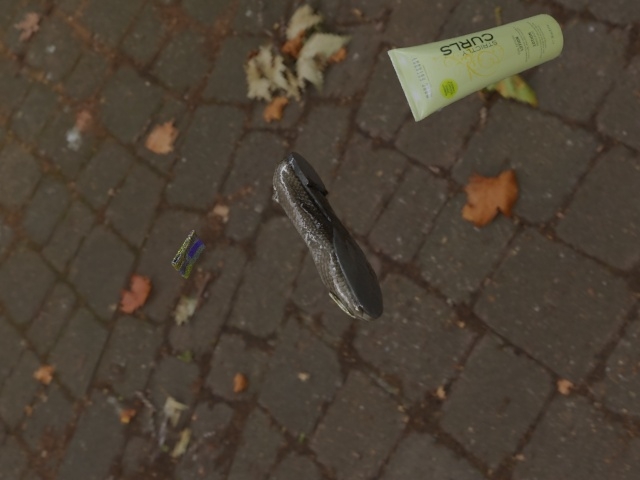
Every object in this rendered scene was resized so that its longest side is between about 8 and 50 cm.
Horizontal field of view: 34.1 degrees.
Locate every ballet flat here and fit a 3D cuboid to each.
[{"bbox_3d":[0.000,0.000,1.202,0.058,0.084,0.250,-38,56,16],"label":"ballet flat"}]

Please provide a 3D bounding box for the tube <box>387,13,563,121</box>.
[{"bbox_3d":[0.199,-0.225,1.315,0.070,0.240,0.062,49,148,36],"label":"tube"}]

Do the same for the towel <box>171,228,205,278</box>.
[{"bbox_3d":[-0.188,0.021,1.501,0.009,0.083,0.060,27,76,12],"label":"towel"}]
